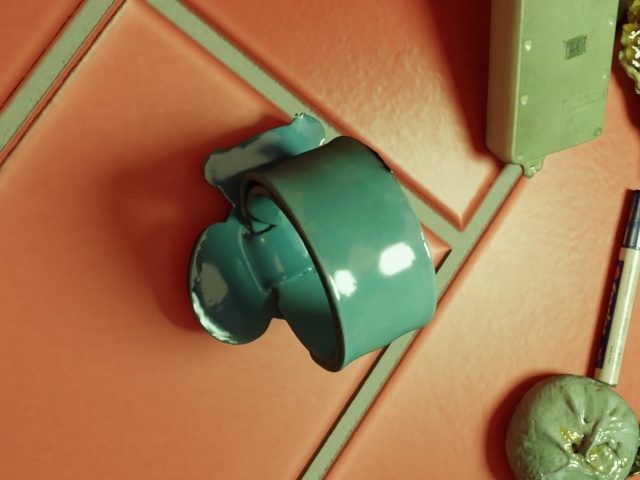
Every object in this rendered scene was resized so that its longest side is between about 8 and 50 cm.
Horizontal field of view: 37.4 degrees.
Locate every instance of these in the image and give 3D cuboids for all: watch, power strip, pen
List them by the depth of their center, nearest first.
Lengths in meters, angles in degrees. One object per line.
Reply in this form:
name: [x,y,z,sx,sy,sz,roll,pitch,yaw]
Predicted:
watch: [0.000,0.000,0.758,0.211,0.193,0.211,-2,96,-23]
power strip: [0.211,-0.190,0.854,0.118,0.046,0.270,-19,126,-21]
pen: [0.311,0.049,0.972,0.025,0.025,0.204,11,90,-21]

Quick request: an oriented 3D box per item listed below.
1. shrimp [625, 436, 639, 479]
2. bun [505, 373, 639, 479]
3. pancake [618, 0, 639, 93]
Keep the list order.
shrimp: [0.381,0.225,1.012,0.180,0.041,0.099,-16,114,-20]
bun: [0.253,0.203,0.931,0.141,0.083,0.141,-2,97,-18]
pancake: [0.389,-0.109,0.982,0.266,0.057,0.244,15,95,-18]
